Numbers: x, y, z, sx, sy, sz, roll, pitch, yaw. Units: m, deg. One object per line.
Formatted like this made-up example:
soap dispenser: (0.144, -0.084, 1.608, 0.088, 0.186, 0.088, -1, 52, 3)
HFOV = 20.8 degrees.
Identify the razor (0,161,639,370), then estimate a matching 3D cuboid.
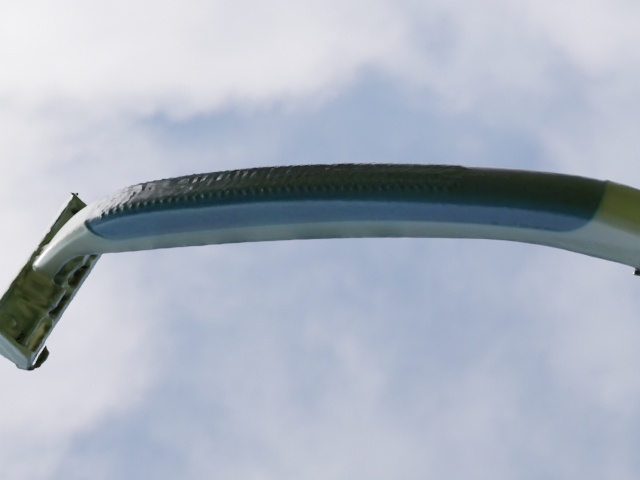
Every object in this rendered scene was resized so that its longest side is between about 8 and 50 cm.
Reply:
razor: (-0.001, -0.003, 0.476, 0.191, 0.037, 0.068, -5, -147, 22)
